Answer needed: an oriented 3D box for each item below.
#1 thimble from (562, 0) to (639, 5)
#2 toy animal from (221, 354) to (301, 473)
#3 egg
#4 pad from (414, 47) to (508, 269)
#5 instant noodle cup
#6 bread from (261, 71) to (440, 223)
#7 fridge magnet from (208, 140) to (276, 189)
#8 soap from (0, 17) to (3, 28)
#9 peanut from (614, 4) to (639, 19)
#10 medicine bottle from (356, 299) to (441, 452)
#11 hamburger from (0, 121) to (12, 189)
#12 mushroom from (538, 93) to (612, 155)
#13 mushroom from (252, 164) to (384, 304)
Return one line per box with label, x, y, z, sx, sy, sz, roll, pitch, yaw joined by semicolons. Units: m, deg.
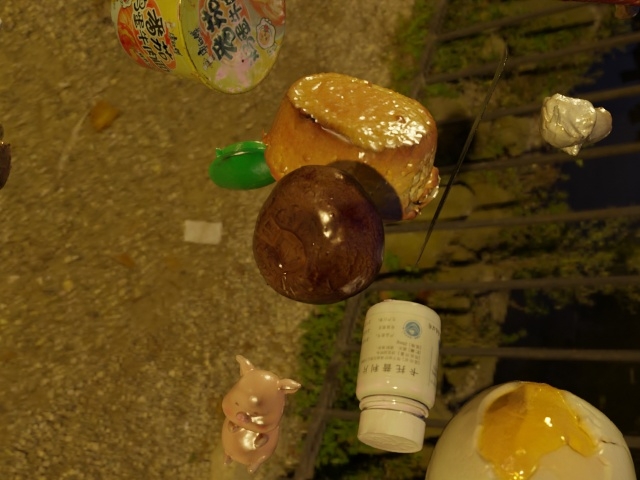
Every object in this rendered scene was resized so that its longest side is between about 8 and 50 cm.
thimble;0.418;-0.527;1.207;0.230;0.350;0.350;-7;91;-20
toy animal;-0.153;0.413;1.921;0.154;0.166;0.250;-73;179;-65
egg;0.271;0.369;1.086;0.283;0.283;0.345;44;56;-39
pad;0.162;-0.098;0.929;0.170;0.006;0.245;-51;163;-68
instant noodle cup;-0.215;-0.383;1.388;0.264;0.200;0.264;-22;118;-51
bread;0.072;-0.189;1.643;0.337;0.358;0.204;-40;154;-41
fridge magnet;-0.192;-0.194;2.147;0.208;0.208;0.088;19;56;-48
soap;-0.657;-0.344;1.552;0.064;0.121;0.183;16;95;-21
peanut;0.573;-0.452;1.491;0.054;0.054;0.113;36;81;-43
medicine bottle;0.162;0.287;1.729;0.170;0.170;0.293;37;53;-42
hamburger;-0.639;-0.167;1.490;0.135;0.207;0.155;23;56;-11
mushroom;0.446;-0.205;1.432;0.099;0.096;0.278;50;24;18
mushroom;-0.011;0.004;1.210;0.138;0.194;0.231;-18;134;-40
